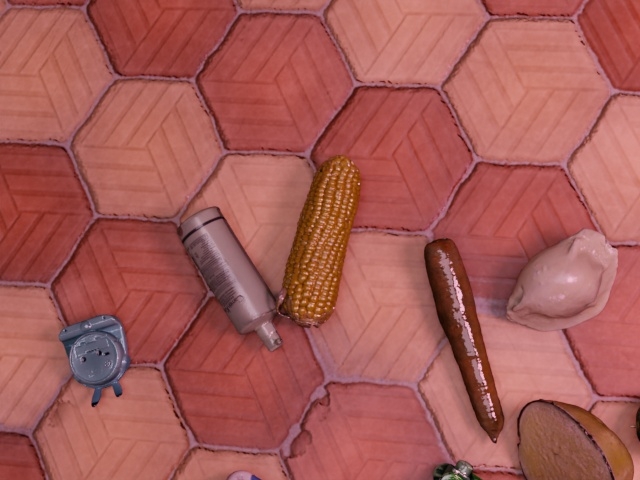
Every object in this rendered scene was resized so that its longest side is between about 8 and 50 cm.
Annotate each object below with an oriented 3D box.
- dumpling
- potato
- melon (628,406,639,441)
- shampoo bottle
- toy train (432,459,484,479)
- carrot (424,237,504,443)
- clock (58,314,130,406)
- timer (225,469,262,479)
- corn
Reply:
[{"bbox_3d":[0.395,0.077,1.771,0.155,0.181,0.111,31,47,-17],"label":"dumpling"},{"bbox_3d":[0.409,0.329,1.716,0.117,0.182,0.202,-20,55,-32],"label":"potato"},{"bbox_3d":[0.562,0.288,1.704,0.167,0.114,0.114,-3,81,7],"label":"melon"},{"bbox_3d":[-0.141,0.071,1.850,0.085,0.085,0.262,-33,79,2],"label":"shampoo bottle"},{"bbox_3d":[0.185,0.470,1.750,0.119,0.085,0.251,33,91,-4],"label":"toy train"},{"bbox_3d":[0.237,0.162,1.796,0.070,0.070,0.342,-16,85,5],"label":"carrot"},{"bbox_3d":[-0.378,0.206,1.883,0.108,0.045,0.147,-19,80,6],"label":"clock"},{"bbox_3d":[-0.124,0.494,1.729,0.178,0.078,0.253,26,51,11],"label":"timer"},{"bbox_3d":[0.000,0.000,1.836,0.106,0.106,0.293,12,80,10],"label":"corn"}]
